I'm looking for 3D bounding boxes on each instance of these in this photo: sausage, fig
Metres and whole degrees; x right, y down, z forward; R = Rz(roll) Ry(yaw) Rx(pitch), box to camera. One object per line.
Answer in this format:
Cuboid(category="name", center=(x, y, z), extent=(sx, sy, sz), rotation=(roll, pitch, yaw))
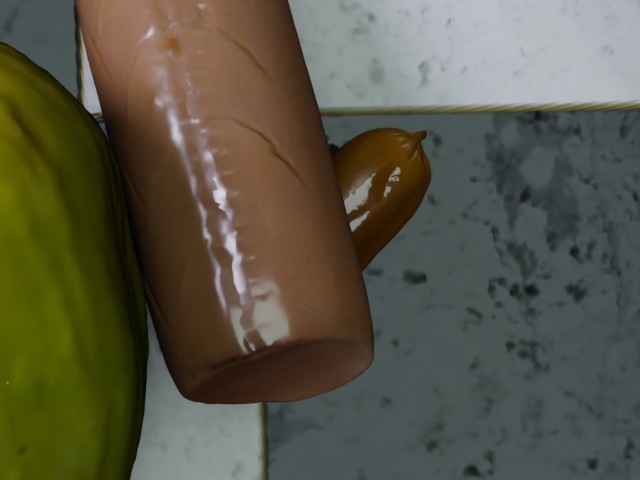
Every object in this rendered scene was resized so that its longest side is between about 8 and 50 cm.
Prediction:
Cuboid(category="sausage", center=(0.000, 0.000, 1.120), extent=(0.183, 0.054, 0.062), rotation=(-46, 62, -2))
Cuboid(category="sausage", center=(-0.059, -0.060, 1.061), extent=(0.121, 0.121, 0.304), rotation=(-14, 72, -5))
Cuboid(category="fig", center=(-0.235, 0.070, 0.968), extent=(0.343, 0.343, 0.343), rotation=(0, 88, -4))
